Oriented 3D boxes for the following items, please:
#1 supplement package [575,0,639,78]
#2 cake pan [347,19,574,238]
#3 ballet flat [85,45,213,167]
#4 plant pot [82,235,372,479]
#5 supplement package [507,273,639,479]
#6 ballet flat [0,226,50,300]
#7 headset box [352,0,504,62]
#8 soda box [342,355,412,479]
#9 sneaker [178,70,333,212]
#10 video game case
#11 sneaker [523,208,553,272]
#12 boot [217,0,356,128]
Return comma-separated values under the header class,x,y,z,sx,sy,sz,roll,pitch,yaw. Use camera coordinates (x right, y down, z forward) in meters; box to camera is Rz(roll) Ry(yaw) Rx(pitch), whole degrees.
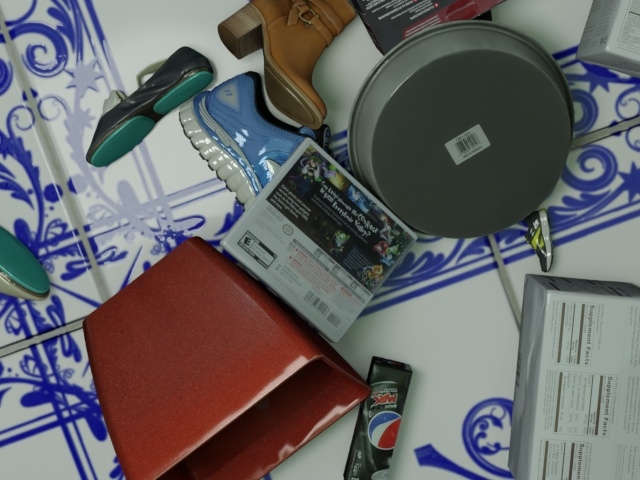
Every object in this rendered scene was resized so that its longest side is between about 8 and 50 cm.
class,x,y,z,sx,sy,sz,roll,pitch,yaw
supplement package,0.458,-0.322,1.730,0.198,0.199,0.262,17,95,-2
cake pan,0.181,-0.126,1.769,0.293,0.054,0.293,-3,116,-7
ballet flat,-0.227,-0.176,1.815,0.203,0.074,0.074,-38,94,9
plant pot,-0.135,0.154,1.743,0.267,0.267,0.235,-38,68,3
supplement package,0.327,0.185,1.773,0.145,0.204,0.261,5,95,0
ballet flat,-0.453,-0.001,1.827,0.086,0.086,0.248,-43,92,3
headset box,0.120,-0.375,1.747,0.218,0.110,0.293,-29,109,3
soda box,0.074,0.240,1.850,0.053,0.060,0.168,13,95,-2
sneaker,-0.029,-0.073,1.789,0.147,0.130,0.330,-38,94,6
video game case,0.000,0.000,1.734,0.190,0.022,0.173,42,75,-13
sneaker,0.283,0.001,1.847,0.035,0.031,0.083,-6,91,14
boot,-0.014,-0.241,1.761,0.152,0.073,0.197,-32,71,-22
